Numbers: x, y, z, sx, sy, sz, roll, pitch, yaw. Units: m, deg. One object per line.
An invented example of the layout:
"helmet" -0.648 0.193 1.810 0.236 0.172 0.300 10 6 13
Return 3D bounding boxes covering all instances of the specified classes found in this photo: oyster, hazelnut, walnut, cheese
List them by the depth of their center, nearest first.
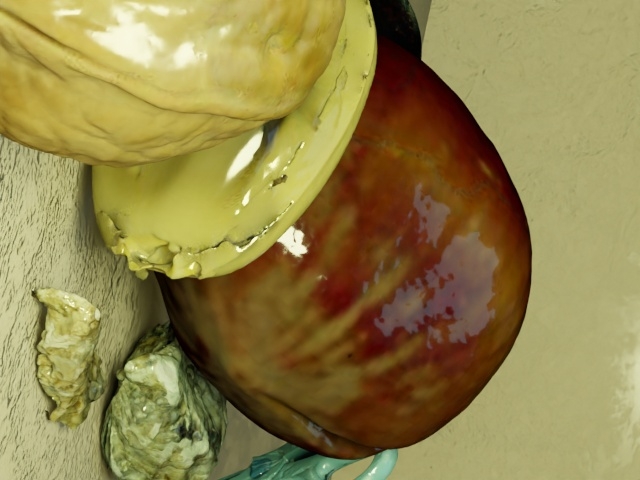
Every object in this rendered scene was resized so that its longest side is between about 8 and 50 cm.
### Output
"walnut" -0.131 -0.185 1.386 0.313 0.277 0.252 -8 79 -52
"cheese" -0.089 -0.101 1.765 0.128 0.259 0.316 49 51 -43
"oyster" -0.221 0.114 1.801 0.200 0.061 0.106 59 44 -75
"hazelnut" 0.000 0.000 2.007 0.429 0.402 0.402 59 34 -30
"oyster" -0.158 0.179 2.083 0.267 0.112 0.198 -30 131 -72

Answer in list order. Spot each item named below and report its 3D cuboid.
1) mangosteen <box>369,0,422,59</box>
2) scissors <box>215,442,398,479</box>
"mangosteen" 0.012 -0.236 2.301 0.243 0.243 0.243 12 90 -80
"scissors" -0.048 0.250 2.182 0.032 0.393 0.180 53 33 -23
